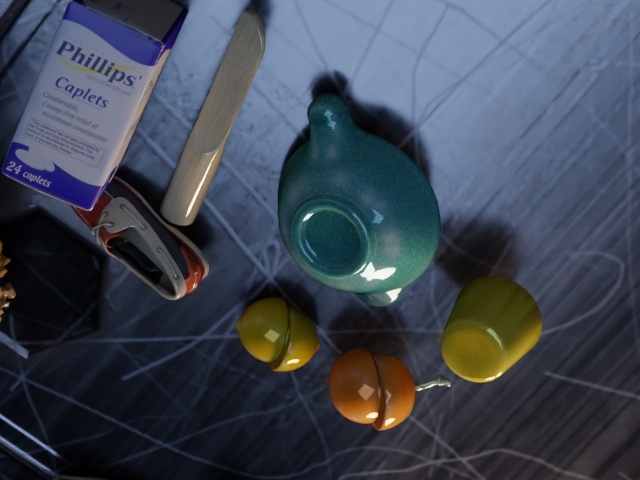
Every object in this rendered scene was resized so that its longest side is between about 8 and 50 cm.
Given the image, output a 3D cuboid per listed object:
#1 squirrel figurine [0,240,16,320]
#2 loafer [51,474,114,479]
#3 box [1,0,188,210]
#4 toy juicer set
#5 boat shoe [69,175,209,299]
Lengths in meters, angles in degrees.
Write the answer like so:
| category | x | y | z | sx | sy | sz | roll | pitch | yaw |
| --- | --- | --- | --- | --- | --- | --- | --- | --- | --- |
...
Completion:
| category | x | y | z | sx | sy | sz | roll | pitch | yaw |
| --- | --- | --- | --- | --- | --- | --- | --- | --- | --- |
| squirrel figurine | -0.434 | 0.036 | 1.030 | 0.397 | 0.281 | 0.370 | 4 | 117 | 2 |
| loafer | -0.081 | 0.266 | 1.186 | 0.320 | 0.112 | 0.111 | 10 | 119 | -2 |
| box | -0.161 | -0.110 | 1.039 | 0.072 | 0.126 | 0.137 | 24 | 109 | -6 |
| toy juicer set | 0.000 | 0.000 | 1.112 | 0.209 | 0.089 | 0.329 | -38 | 93 | 35 |
| boat shoe | -0.149 | -0.005 | 1.105 | 0.137 | 0.043 | 0.049 | 38 | 130 | 7 |
